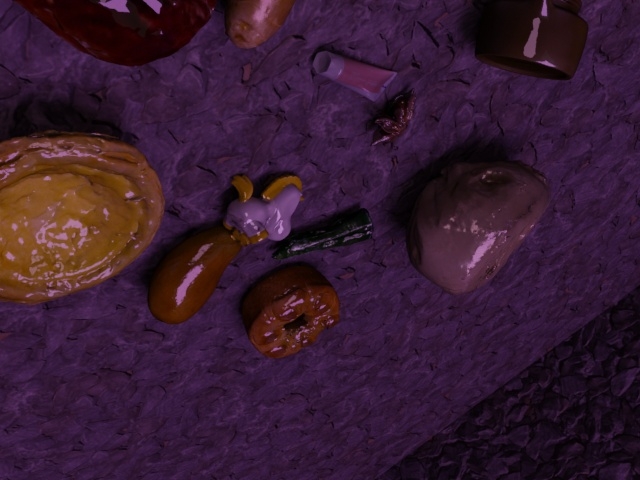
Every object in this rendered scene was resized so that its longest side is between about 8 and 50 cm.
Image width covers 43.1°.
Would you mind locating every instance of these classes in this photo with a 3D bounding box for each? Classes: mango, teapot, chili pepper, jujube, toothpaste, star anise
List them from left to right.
[{"bbox_3d":[-0.281,-0.339,0.913,0.216,0.216,0.342,-45,140,17],"label":"jujube"},{"bbox_3d":[-0.240,0.060,1.537,0.227,0.099,0.136,-47,144,4],"label":"mango"},{"bbox_3d":[0.000,0.000,1.700,0.226,0.059,0.088,-19,149,-17],"label":"chili pepper"},{"bbox_3d":[0.062,-0.286,1.404,0.194,0.043,0.067,7,127,-53],"label":"toothpaste"},{"bbox_3d":[0.133,-0.216,1.538,0.124,0.056,0.129,-42,163,-22],"label":"star anise"},{"bbox_3d":[0.382,-0.388,1.440,0.267,0.185,0.176,-17,124,-78],"label":"teapot"}]

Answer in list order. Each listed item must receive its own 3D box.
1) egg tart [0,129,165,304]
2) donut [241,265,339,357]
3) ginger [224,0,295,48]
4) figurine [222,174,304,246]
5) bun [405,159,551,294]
[{"bbox_3d":[-0.411,-0.052,1.211,0.345,0.132,0.345,-23,146,-17],"label":"egg tart"},{"bbox_3d":[-0.066,0.156,1.790,0.226,0.114,0.227,-22,145,-16],"label":"donut"},{"bbox_3d":[-0.054,-0.434,1.012,0.363,0.122,0.348,10,95,-84],"label":"ginger"},{"bbox_3d":[-0.095,-0.059,1.515,0.178,0.109,0.130,-7,111,-41],"label":"figurine"},{"bbox_3d":[0.338,-0.043,1.786,0.362,0.234,0.326,-36,157,-26],"label":"bun"}]
